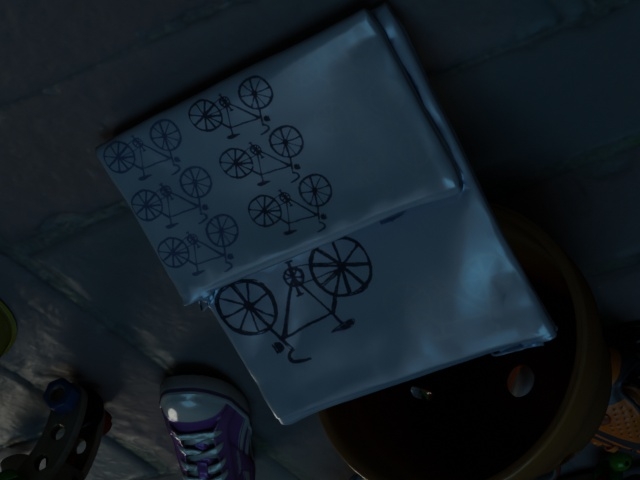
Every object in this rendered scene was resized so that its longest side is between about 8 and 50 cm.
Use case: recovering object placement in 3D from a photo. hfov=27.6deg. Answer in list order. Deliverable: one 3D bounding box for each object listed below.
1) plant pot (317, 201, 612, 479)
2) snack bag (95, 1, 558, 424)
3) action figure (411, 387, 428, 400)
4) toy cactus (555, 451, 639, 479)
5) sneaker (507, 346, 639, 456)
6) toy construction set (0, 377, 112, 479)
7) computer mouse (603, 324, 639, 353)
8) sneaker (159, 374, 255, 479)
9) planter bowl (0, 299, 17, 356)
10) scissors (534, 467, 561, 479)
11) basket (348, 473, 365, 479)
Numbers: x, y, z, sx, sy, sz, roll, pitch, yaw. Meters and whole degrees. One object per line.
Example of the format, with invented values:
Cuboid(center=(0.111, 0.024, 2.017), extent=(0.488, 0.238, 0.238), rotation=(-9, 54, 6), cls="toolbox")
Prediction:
Cuboid(center=(0.165, 0.124, 1.302), extent=(0.291, 0.290, 0.203), rotation=(-21, 154, 27), cls="plant pot")
Cuboid(center=(0.000, 0.000, 1.176), extent=(0.323, 0.037, 0.342), rotation=(-22, 105, 28), cls="snack bag")
Cuboid(center=(0.100, 0.186, 1.512), extent=(0.063, 0.137, 0.232), rotation=(-38, 134, -16), cls="action figure")
Cuboid(center=(0.398, 0.341, 1.722), extent=(0.181, 0.112, 0.219), rotation=(-10, 153, 30), cls="toy cactus")
Cuboid(center=(0.284, 0.225, 1.516), extent=(0.180, 0.124, 0.321), rotation=(12, 145, -1), cls="sneaker")
Cuboid(center=(-0.359, 0.337, 1.575), extent=(0.258, 0.237, 0.309), rotation=(-12, 150, -12), cls="toy construction set")
Cuboid(center=(0.414, 0.087, 1.418), extent=(0.242, 0.041, 0.071), rotation=(-29, 135, 34), cls="computer mouse")
Cuboid(center=(-0.133, 0.288, 1.601), extent=(0.102, 0.161, 0.282), rotation=(-5, 142, 11), cls="sneaker")
Cuboid(center=(-0.454, 0.124, 1.446), extent=(0.217, 0.090, 0.217), rotation=(1, 143, 1), cls="planter bowl")
Cuboid(center=(0.303, 0.244, 1.646), extent=(0.109, 0.021, 0.297), rotation=(14, 143, -14), cls="scissors")
Cuboid(center=(0.112, 0.421, 1.663), extent=(0.201, 0.289, 0.255), rotation=(19, 143, -15), cls="basket")
